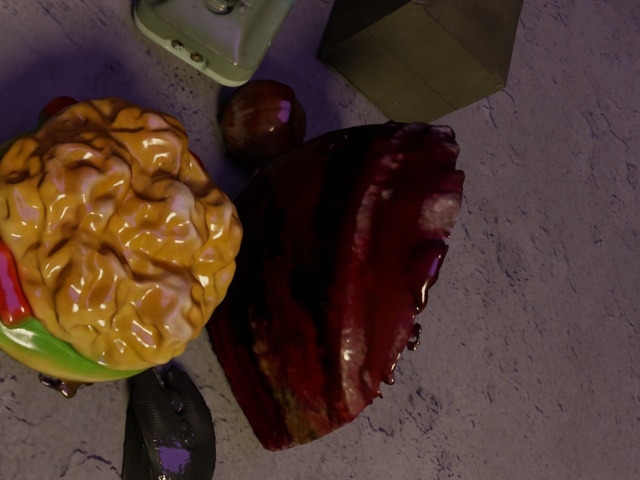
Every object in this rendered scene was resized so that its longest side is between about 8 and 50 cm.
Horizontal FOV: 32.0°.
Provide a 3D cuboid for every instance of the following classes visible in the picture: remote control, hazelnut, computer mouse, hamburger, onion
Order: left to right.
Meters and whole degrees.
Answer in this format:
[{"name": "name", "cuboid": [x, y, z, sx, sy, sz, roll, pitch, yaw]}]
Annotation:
[{"name": "hamburger", "cuboid": [-0.162, -0.008, 0.864, 0.237, 0.149, 0.237, 18, 62, -37]}, {"name": "computer mouse", "cuboid": [-0.119, 0.164, 0.909, 0.079, 0.047, 0.135, 8, 67, -43]}, {"name": "remote control", "cuboid": [-0.065, -0.297, 1.115, 0.128, 0.065, 0.335, 30, 52, -9]}, {"name": "hazelnut", "cuboid": [-0.054, -0.112, 1.062, 0.086, 0.086, 0.086, 18, 62, -38]}, {"name": "onion", "cuboid": [0.000, 0.000, 0.946, 0.146, 0.280, 0.314, 28, 55, -16]}]

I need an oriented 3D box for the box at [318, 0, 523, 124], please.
[{"name": "box", "cuboid": [0.123, -0.269, 1.236, 0.149, 0.155, 0.231, 37, 51, -28]}]
